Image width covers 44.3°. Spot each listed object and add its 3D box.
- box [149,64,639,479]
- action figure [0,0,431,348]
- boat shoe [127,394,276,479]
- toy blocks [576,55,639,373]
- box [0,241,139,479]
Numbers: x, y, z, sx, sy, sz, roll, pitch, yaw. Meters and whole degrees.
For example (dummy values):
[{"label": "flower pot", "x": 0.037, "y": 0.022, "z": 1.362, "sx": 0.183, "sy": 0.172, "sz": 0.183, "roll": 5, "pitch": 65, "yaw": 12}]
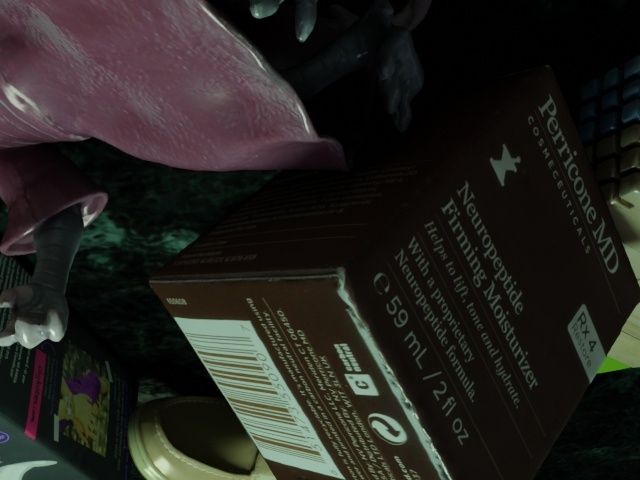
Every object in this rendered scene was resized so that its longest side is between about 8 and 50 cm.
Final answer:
[{"label": "box", "x": 0.050, "y": 0.029, "z": 0.461, "sx": 0.167, "sy": 0.203, "sz": 0.168, "roll": -5, "pitch": 120, "yaw": 49}, {"label": "action figure", "x": -0.152, "y": -0.115, "z": 0.417, "sx": 0.370, "sy": 0.276, "sz": 0.248, "roll": -3, "pitch": 135, "yaw": 27}, {"label": "boat shoe", "x": -0.053, "y": 0.219, "z": 0.865, "sx": 0.110, "sy": 0.122, "sz": 0.341, "roll": -38, "pitch": 142, "yaw": 26}, {"label": "toy blocks", "x": 0.255, "y": -0.016, "z": 0.550, "sx": 0.261, "sy": 0.191, "sz": 0.381, "roll": 26, "pitch": 152, "yaw": -24}, {"label": "box", "x": -0.297, "y": 0.142, "z": 0.702, "sx": 0.165, "sy": 0.143, "sz": 0.270, "roll": -12, "pitch": 140, "yaw": 9}]
